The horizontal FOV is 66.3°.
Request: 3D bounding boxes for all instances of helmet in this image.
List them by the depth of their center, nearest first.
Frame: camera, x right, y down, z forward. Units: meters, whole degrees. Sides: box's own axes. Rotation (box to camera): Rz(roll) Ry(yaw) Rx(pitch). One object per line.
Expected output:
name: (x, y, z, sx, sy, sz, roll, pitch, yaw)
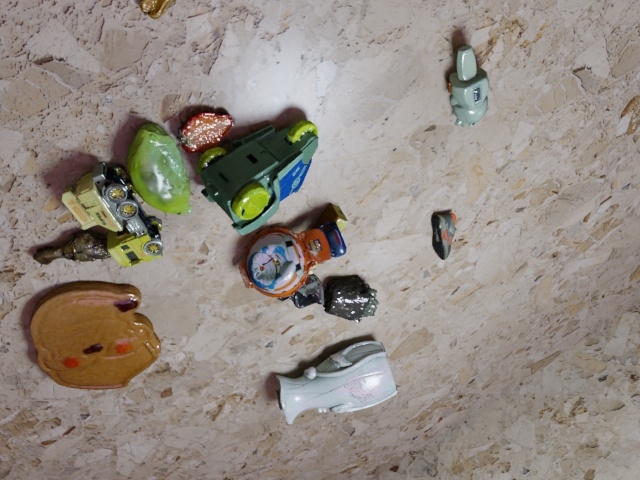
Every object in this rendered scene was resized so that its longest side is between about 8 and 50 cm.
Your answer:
helmet: (-0.068, 0.145, 1.569, 0.177, 0.107, 0.153, 27, 155, -30)

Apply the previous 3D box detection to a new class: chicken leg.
chicken leg: (-0.655, 0.025, 1.295, 0.198, 0.069, 0.085, -10, 153, -5)

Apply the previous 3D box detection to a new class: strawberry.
strawberry: (-0.288, -0.270, 1.213, 0.152, 0.048, 0.103, -28, 126, -20)

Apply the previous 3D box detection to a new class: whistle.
whistle: (0.400, -0.409, 1.328, 0.101, 0.106, 0.253, -51, 142, -19)

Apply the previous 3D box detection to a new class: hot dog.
hot dog: (-0.324, -0.515, 1.014, 0.133, 0.041, 0.056, -40, 130, 22)

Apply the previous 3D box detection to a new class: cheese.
cheese: (-0.087, 0.047, 1.439, 0.329, 0.216, 0.129, -21, 172, 11)

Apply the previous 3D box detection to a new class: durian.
durian: (-0.399, -0.162, 1.212, 0.139, 0.101, 0.250, -15, 121, -15)

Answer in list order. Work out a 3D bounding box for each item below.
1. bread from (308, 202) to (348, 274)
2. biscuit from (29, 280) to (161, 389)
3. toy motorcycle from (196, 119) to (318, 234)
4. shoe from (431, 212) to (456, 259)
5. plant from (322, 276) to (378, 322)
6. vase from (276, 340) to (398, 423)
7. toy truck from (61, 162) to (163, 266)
bread: (0.000, 0.000, 1.505, 0.049, 0.088, 0.226, 17, 119, -34)
biscuit: (-0.689, 0.311, 1.502, 0.350, 0.078, 0.455, -11, 130, -7)
toy motorcycle: (-0.135, -0.170, 1.268, 0.326, 0.191, 0.200, -35, 151, -19)
shoe: (0.430, -0.013, 1.670, 0.077, 0.074, 0.194, -23, 129, -9)
plant: (0.110, 0.199, 1.673, 0.195, 0.129, 0.132, 7, 123, -22)
vase: (0.053, 0.541, 1.862, 0.446, 0.250, 0.250, -17, 130, -2)
toy truck: (-0.517, -0.055, 1.238, 0.157, 0.124, 0.272, -23, 131, -3)
